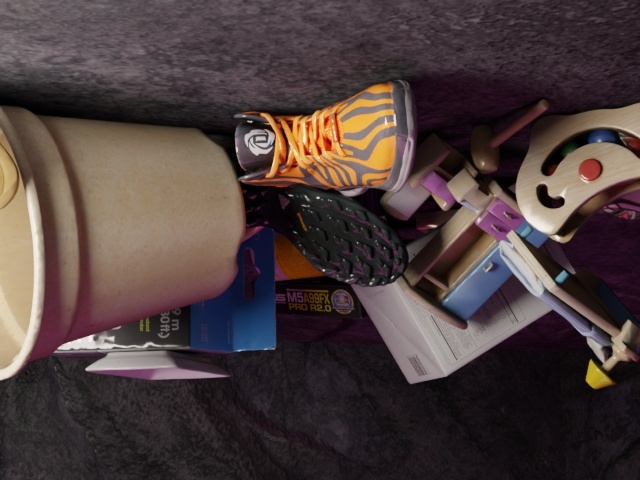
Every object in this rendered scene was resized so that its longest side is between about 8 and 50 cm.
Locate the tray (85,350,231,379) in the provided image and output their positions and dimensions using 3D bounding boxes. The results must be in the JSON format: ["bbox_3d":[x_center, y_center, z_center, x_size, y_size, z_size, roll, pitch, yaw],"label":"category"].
[{"bbox_3d":[-0.244,0.192,2.025,0.145,0.030,0.270,-2,171,13],"label":"tray"}]

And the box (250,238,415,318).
[{"bbox_3d":[0.043,0.061,2.278,0.216,0.060,0.270,2,-163,33],"label":"box"}]

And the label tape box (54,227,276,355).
[{"bbox_3d":[-0.248,0.048,2.017,0.347,0.249,0.115,-3,170,8],"label":"label tape box"}]

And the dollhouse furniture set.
[{"bbox_3d":[0.227,0.068,1.720,0.286,0.303,0.198,32,107,-36],"label":"dollhouse furniture set"}]

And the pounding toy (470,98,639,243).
[{"bbox_3d":[0.316,-0.086,1.638,0.269,0.154,0.155,-7,168,24],"label":"pounding toy"}]

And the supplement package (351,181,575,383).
[{"bbox_3d":[0.223,0.069,2.044,0.262,0.198,0.199,-30,178,-16],"label":"supplement package"}]

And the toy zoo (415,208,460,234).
[{"bbox_3d":[0.297,-0.017,2.323,0.192,0.030,0.293,-5,169,19],"label":"toy zoo"}]

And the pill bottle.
[{"bbox_3d":[0.000,0.000,2.147,0.215,0.117,0.117,-7,168,29],"label":"pill bottle"}]

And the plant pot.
[{"bbox_3d":[-0.274,-0.018,1.607,0.305,0.334,0.333,-7,174,-35],"label":"plant pot"}]

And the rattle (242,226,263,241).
[{"bbox_3d":[-0.105,-0.077,1.960,0.199,0.143,0.130,-36,156,-2],"label":"rattle"}]

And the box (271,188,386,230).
[{"bbox_3d":[0.009,-0.060,1.875,0.162,0.116,0.029,0,129,-1],"label":"box"}]

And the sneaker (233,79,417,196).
[{"bbox_3d":[-0.006,-0.110,1.556,0.180,0.125,0.321,1,169,-16],"label":"sneaker"}]

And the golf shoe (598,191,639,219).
[{"bbox_3d":[0.404,-0.084,1.810,0.120,0.105,0.273,6,169,1],"label":"golf shoe"}]

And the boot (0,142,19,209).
[{"bbox_3d":[-0.435,-0.100,1.459,0.262,0.095,0.203,26,171,3],"label":"boot"}]

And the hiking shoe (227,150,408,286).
[{"bbox_3d":[-0.015,-0.045,1.764,0.304,0.113,0.132,27,-157,-4],"label":"hiking shoe"}]
